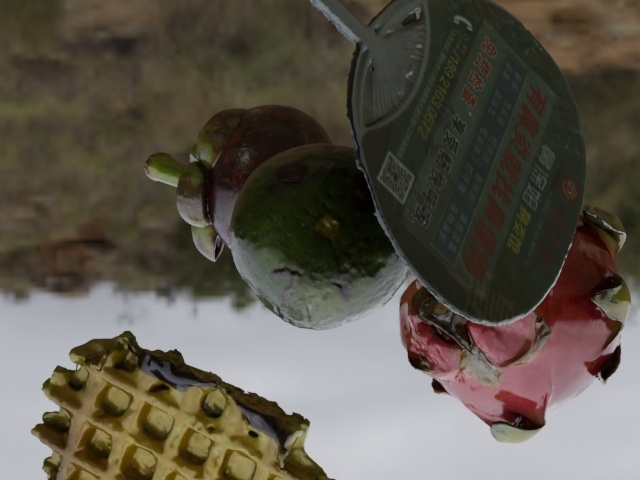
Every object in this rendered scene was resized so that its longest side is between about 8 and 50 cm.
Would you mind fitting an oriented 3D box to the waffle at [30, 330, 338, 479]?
[{"bbox_3d":[-0.124,0.230,1.644,0.312,0.307,0.060,-6,-166,21],"label":"waffle"}]

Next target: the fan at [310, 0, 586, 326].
[{"bbox_3d":[0.064,-0.061,1.058,0.294,0.223,0.012,14,155,-38],"label":"fan"}]

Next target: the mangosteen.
[{"bbox_3d":[-0.071,-0.051,1.626,0.181,0.156,0.146,7,-175,-9],"label":"mangosteen"}]

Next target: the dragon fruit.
[{"bbox_3d":[0.176,0.060,1.599,0.224,0.224,0.227,2,-168,11],"label":"dragon fruit"}]

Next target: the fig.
[{"bbox_3d":[0.000,0.000,1.157,0.123,0.123,0.156,0,171,-6],"label":"fig"}]
